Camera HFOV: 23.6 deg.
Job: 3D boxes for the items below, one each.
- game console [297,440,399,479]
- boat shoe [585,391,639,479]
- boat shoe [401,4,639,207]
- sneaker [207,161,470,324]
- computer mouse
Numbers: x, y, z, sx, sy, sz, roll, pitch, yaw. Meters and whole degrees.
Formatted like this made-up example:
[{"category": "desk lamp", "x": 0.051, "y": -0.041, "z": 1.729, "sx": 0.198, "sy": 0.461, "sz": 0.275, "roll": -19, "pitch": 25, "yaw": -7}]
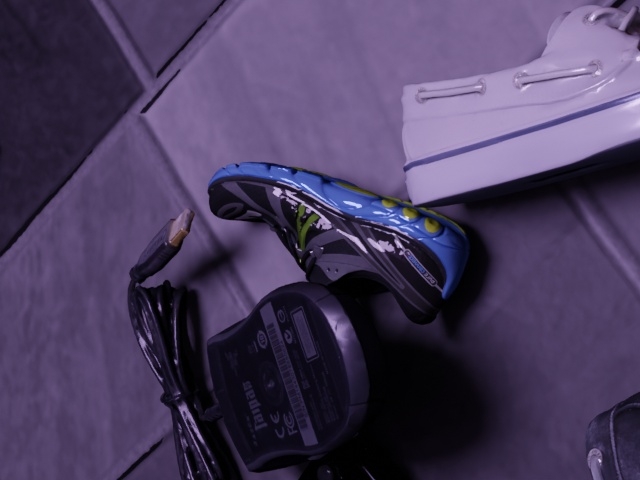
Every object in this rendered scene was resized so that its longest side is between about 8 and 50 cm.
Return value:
[{"category": "game console", "x": 0.087, "y": 0.279, "z": 0.867, "sx": 0.361, "sy": 0.044, "sz": 0.213, "roll": 49, "pitch": 115, "yaw": 28}, {"category": "boat shoe", "x": 0.202, "y": 0.216, "z": 0.745, "sx": 0.105, "sy": 0.113, "sz": 0.306, "roll": -32, "pitch": 67, "yaw": 37}, {"category": "boat shoe", "x": 0.146, "y": -0.083, "z": 0.807, "sx": 0.258, "sy": 0.095, "sz": 0.084, "roll": -15, "pitch": 84, "yaw": 34}, {"category": "sneaker", "x": 0.000, "y": 0.000, "z": 0.926, "sx": 0.188, "sy": 0.067, "sz": 0.078, "roll": 21, "pitch": 97, "yaw": 33}, {"category": "computer mouse", "x": -0.036, "y": 0.054, "z": 0.929, "sx": 0.262, "sy": 0.060, "sz": 0.184, "roll": -42, "pitch": 66, "yaw": 55}]
